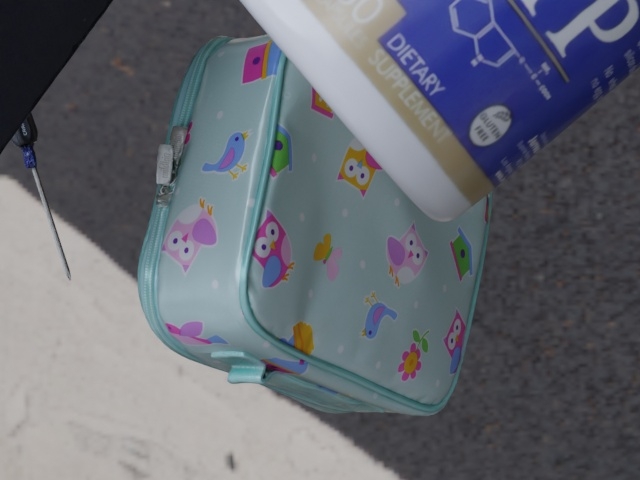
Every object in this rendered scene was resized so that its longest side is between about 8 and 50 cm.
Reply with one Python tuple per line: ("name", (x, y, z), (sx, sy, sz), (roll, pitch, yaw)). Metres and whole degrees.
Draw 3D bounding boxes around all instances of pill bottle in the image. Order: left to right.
("pill bottle", (0.071, -0.104, 0.441), (0.186, 0.112, 0.112), (-41, 54, 5))

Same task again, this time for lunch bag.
("lunch bag", (0.000, 0.000, 0.982), (0.108, 0.279, 0.224), (3, 73, 38))

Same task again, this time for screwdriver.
("screwdriver", (-0.237, -0.047, 1.234), (0.024, 0.025, 0.170), (-13, 91, 41))

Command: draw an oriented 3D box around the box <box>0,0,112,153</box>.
("box", (-0.273, -0.216, 0.855), (0.343, 0.179, 0.312), (4, 49, 33))
